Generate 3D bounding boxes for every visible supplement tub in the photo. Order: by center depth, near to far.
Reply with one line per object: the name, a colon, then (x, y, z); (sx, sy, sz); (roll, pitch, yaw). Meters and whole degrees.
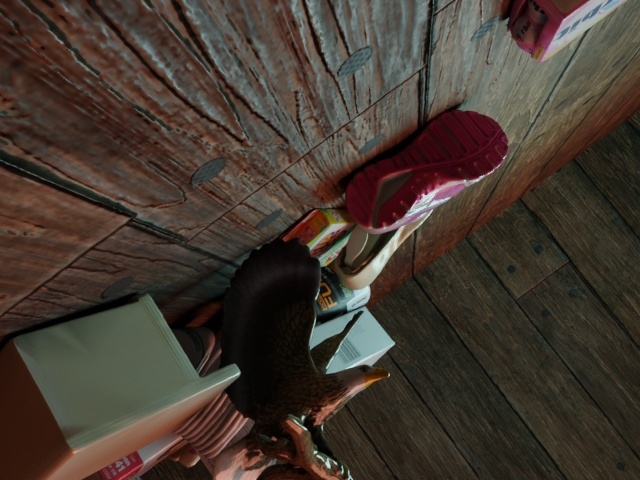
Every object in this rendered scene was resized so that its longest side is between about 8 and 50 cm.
supplement tub: (-0.013, 0.110, 1.233); (0.190, 0.117, 0.117); (-31, 168, -27)

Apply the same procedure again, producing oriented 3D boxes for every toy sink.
toy sink: (-0.229, 0.156, 0.724); (0.153, 0.131, 0.234); (-43, 164, 32)

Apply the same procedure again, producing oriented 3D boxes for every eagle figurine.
eagle figurine: (-0.023, 0.177, 0.874); (0.225, 0.298, 0.226); (7, 127, -19)

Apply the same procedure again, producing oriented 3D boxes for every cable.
cable: (-0.134, 0.199, 1.045); (0.257, 0.089, 0.257); (-49, -168, 34)

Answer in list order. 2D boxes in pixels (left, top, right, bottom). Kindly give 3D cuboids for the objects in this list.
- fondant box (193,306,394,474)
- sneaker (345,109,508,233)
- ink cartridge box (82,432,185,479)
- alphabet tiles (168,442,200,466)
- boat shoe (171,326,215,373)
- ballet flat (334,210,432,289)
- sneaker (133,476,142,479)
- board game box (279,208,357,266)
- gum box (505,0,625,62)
fondant box: (-0.047, 0.275, 1.218); (0.330, 0.096, 0.238); (-48, 161, 28)
sneaker: (0.139, -0.091, 0.932); (0.252, 0.103, 0.111); (-27, 172, -11)
ink cartridge box: (-0.304, 0.329, 1.236); (0.306, 0.131, 0.226); (-27, 166, -35)
alphabet tiles: (-0.231, 0.362, 1.476); (0.284, 0.021, 0.278); (-4, -145, 52)
boat shoe: (-0.261, 0.225, 1.036); (0.267, 0.096, 0.088); (-50, 165, 16)
ballet flat: (0.102, -0.036, 1.016); (0.248, 0.086, 0.086); (-56, 169, -1)
sneaker: (-0.490, 0.633, 1.714); (0.061, 0.054, 0.152); (-27, 164, 4)
board game box: (0.000, 0.000, 1.037); (0.124, 0.039, 0.259); (-41, 166, 18)
gum box: (0.275, -0.265, 0.670); (0.188, 0.062, 0.107); (-36, 169, 1)
